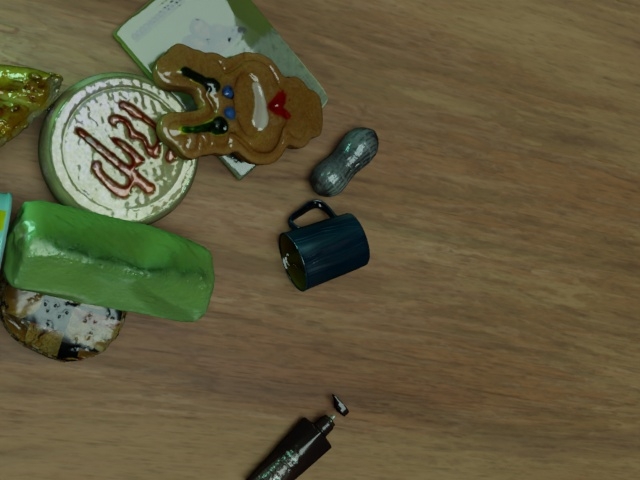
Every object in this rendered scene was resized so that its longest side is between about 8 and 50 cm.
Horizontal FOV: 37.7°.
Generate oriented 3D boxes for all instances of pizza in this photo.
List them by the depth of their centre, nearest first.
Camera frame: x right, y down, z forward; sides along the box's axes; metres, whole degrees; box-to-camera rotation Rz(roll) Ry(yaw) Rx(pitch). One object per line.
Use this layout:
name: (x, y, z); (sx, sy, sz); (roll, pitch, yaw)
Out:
pizza: (-0.587, -0.197, 1.481); (0.366, 0.182, 0.073); (-11, 141, -4)

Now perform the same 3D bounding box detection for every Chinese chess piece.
Chinese chess piece: (-0.344, -0.152, 1.607); (0.270, 0.112, 0.269); (-1, 94, -22)

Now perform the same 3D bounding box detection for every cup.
cup: (0.005, 0.002, 1.746); (0.138, 0.113, 0.150); (-20, 102, -20)

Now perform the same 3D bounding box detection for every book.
book: (-0.171, -0.311, 1.702); (0.239, 0.035, 0.352); (-44, 107, -12)

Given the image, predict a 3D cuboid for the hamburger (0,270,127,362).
hamburger: (-0.429, 0.092, 1.593); (0.231, 0.107, 0.230); (-1, 95, -15)

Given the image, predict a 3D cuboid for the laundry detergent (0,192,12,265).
laundry detergent: (-0.648, 0.032, 1.406); (0.305, 0.287, 0.287); (13, 88, -21)

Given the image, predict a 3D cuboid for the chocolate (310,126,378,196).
chocolate: (0.047, -0.150, 1.776); (0.167, 0.072, 0.072); (-45, 107, -10)

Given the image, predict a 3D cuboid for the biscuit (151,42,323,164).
biscuit: (-0.135, -0.233, 1.634); (0.334, 0.047, 0.202); (2, 83, -36)

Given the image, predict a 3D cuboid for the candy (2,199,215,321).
candy: (-0.337, 0.036, 1.519); (0.344, 0.142, 0.132); (16, 115, -30)

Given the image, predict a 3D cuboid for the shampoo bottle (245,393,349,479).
shampoo bottle: (-0.040, 0.394, 1.778); (0.236, 0.067, 0.068); (-42, 125, -15)
